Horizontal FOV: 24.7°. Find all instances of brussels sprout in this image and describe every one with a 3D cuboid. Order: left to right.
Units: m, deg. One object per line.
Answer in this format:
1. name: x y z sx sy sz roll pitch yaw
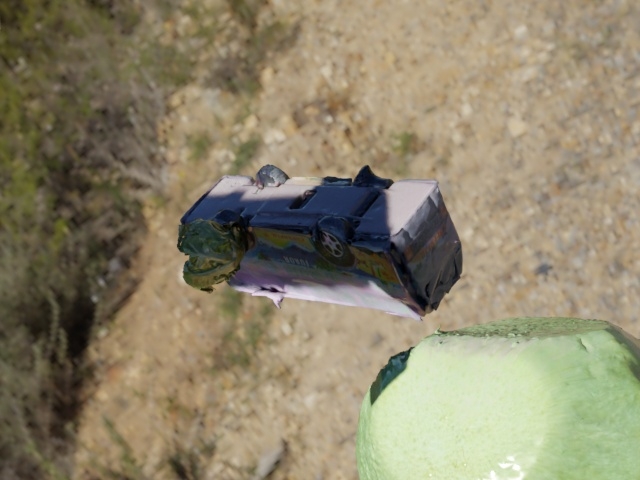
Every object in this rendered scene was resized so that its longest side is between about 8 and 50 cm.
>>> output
1. brussels sprout: -0.104 0.012 1.513 0.058 0.085 0.085 5 50 27

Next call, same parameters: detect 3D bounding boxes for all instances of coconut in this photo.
1. coconut: 0.199 0.208 1.334 0.328 0.328 0.281 -22 57 13

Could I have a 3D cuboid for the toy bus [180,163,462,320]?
1. toy bus: 0.000 0.000 1.561 0.317 0.138 0.112 6 43 45
